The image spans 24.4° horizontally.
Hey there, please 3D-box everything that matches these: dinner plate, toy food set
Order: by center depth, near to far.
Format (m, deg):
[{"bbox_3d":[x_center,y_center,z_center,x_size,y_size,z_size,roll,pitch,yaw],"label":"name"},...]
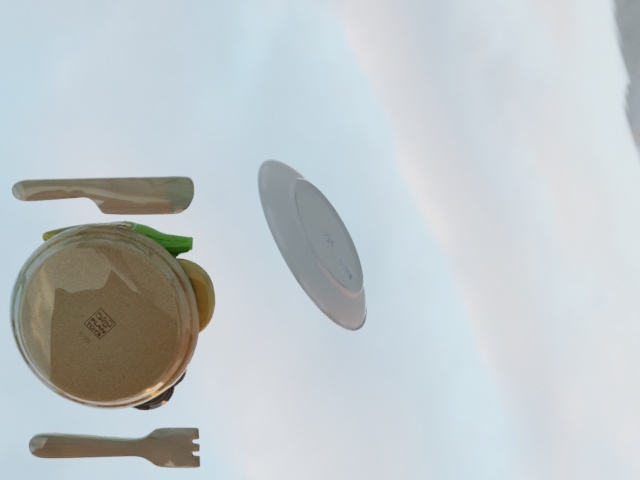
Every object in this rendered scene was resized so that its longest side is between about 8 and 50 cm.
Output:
[{"bbox_3d":[-0.133,0.049,0.952,0.038,0.132,0.192,-72,-17,-76],"label":"toy food set"},{"bbox_3d":[0.000,0.000,1.075,0.141,0.017,0.141,51,-158,-30],"label":"dinner plate"}]
